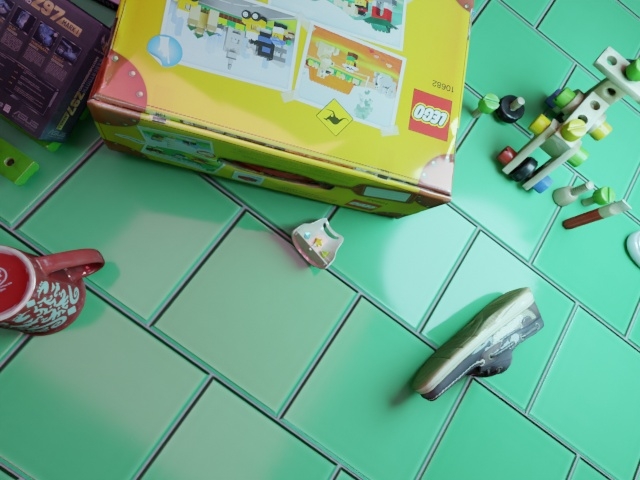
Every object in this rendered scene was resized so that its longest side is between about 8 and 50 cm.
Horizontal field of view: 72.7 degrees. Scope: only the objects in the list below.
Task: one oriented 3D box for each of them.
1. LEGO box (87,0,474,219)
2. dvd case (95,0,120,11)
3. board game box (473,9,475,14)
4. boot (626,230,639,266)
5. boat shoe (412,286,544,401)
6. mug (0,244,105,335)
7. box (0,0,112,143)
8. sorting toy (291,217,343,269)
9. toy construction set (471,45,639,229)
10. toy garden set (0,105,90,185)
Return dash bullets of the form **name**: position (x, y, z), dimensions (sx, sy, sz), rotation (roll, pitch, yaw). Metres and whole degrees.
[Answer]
- **LEGO box**: position (-0.035, -0.275, 0.683), dimensions (0.501, 0.193, 0.371), rotation (13, 80, -16)
- **dvd case**: position (-0.366, -0.535, 0.785), dimensions (0.180, 0.029, 0.238), rotation (24, 74, -8)
- **board game box**: position (0.197, -0.504, 0.908), dimensions (0.212, 0.039, 0.160), rotation (-25, 85, -18)
- **boot**: position (0.769, 0.048, 0.877), dimensions (0.259, 0.123, 0.095), rotation (29, 73, -6)
- **boat shoe**: position (0.281, 0.187, 0.741), dimensions (0.285, 0.103, 0.092), rotation (-33, 82, -24)
- **mug**: position (-0.384, 0.051, 0.574), dimensions (0.113, 0.169, 0.150), rotation (30, 73, -5)
- **box**: position (-0.427, -0.278, 0.611), dimensions (0.233, 0.059, 0.183), rotation (34, 99, 0)
- **sorting toy**: position (0.000, 0.000, 0.748), dimensions (0.075, 0.045, 0.083), rotation (-41, 89, -26)
- **toy construction set**: position (0.499, -0.194, 0.807), dimensions (0.258, 0.237, 0.308), rotation (-20, 83, -17)
- **toy garden set**: position (-0.464, -0.233, 0.683), dimensions (0.204, 0.049, 0.244), rotation (35, 77, 1)
